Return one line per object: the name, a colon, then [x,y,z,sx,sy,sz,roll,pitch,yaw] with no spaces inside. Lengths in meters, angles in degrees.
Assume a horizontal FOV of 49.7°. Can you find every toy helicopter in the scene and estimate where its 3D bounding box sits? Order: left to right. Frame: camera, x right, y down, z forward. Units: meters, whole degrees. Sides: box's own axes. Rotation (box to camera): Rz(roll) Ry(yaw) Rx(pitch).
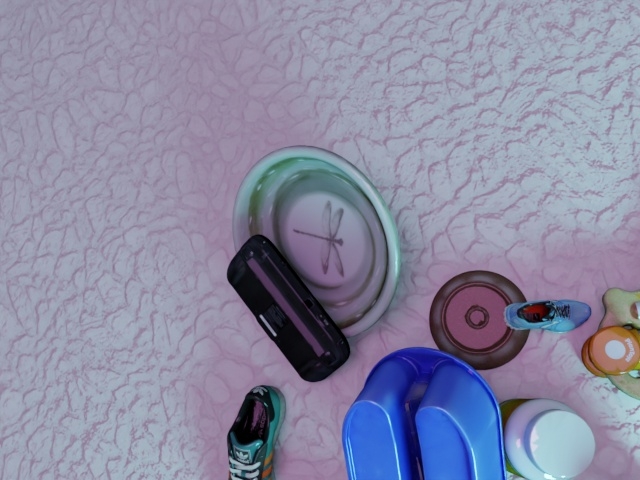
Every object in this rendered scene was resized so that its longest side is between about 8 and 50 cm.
toy helicopter: [0.623,0.115,1.212,0.234,0.140,0.355,20,82,19]

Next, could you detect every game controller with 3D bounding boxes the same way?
game controller: [-0.072,0.142,1.414,0.067,0.166,0.319,-30,78,-38]

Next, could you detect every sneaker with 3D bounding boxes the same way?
sneaker: [-0.147,0.443,1.391,0.108,0.121,0.302,4,79,19]
sneaker: [0.429,0.140,1.286,0.162,0.073,0.064,-4,78,-5]

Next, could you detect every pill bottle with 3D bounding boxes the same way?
pill bottle: [0.368,0.337,1.169,0.136,0.246,0.136,0,77,0]

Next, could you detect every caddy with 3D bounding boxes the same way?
caddy: [0.177,0.349,1.148,0.241,0.179,0.342,-1,106,27]

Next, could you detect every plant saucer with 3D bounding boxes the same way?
plant saucer: [0.000,0.000,1.404,0.400,0.100,0.401,12,112,31]
plant saucer: [0.309,0.153,1.355,0.198,0.036,0.199,-4,78,17]
